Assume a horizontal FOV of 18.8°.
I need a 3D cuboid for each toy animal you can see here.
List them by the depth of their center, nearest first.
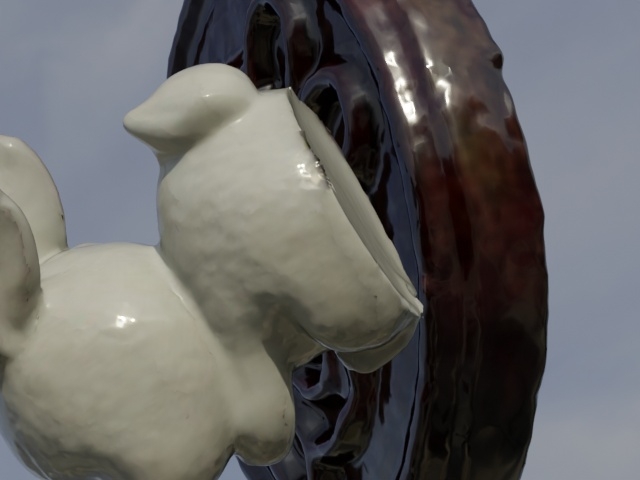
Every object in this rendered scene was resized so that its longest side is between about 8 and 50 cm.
[{"bbox_3d":[-0.065,0.016,0.833,0.193,0.178,0.127,-22,22,4],"label":"toy animal"}]

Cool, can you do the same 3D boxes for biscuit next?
[{"bbox_3d":[0.000,0.000,1.126,0.091,0.407,0.407,-7,-25,-22],"label":"biscuit"}]
